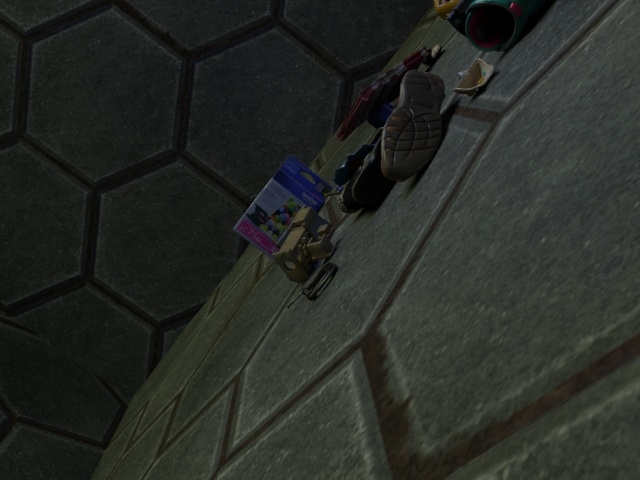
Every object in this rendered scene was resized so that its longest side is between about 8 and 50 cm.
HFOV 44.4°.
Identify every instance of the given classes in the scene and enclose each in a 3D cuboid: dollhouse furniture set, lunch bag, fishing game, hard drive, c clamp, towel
[{"bbox_3d":[0.000,0.000,1.941,0.160,0.101,0.182,-14,32,37],"label":"dollhouse furniture set"},{"bbox_3d":[0.192,-0.378,2.382,0.065,0.067,0.098,-54,5,-16],"label":"lunch bag"},{"bbox_3d":[0.117,-0.184,1.905,0.189,0.041,0.264,-10,-28,-45],"label":"fishing game"},{"bbox_3d":[-0.045,-0.015,2.105,0.135,0.094,0.022,-55,8,-9],"label":"hard drive"},{"bbox_3d":[-0.013,0.103,1.734,0.137,0.022,0.160,-50,6,-10],"label":"c clamp"},{"bbox_3d":[0.197,-0.454,2.439,0.329,0.037,0.237,-40,-9,-29],"label":"towel"}]

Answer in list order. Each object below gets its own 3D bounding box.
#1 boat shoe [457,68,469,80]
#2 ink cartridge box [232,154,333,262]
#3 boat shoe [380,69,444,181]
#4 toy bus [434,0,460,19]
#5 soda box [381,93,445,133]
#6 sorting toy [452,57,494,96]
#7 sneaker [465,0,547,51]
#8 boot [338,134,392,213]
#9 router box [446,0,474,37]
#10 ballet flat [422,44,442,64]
[{"bbox_3d":[0.328,-0.361,1.720,0.035,0.035,0.100,-25,7,2],"label":"boat shoe"},{"bbox_3d":[-0.123,-0.103,2.568,0.311,0.185,0.065,-51,6,10],"label":"ink cartridge box"},{"bbox_3d":[0.193,-0.229,1.671,0.116,0.123,0.324,109,-176,-49],"label":"boat shoe"},{"bbox_3d":[0.437,-0.728,2.335,0.202,0.190,0.105,153,109,-73],"label":"toy bus"},{"bbox_3d":[0.230,-0.314,1.954,0.181,0.058,0.061,-44,13,51],"label":"soda box"},{"bbox_3d":[0.321,-0.328,1.589,0.083,0.045,0.075,-54,16,-6],"label":"sorting toy"},{"bbox_3d":[0.369,-0.471,1.658,0.178,0.124,0.295,-45,8,-11],"label":"sneaker"},{"bbox_3d":[0.130,-0.167,1.822,0.236,0.085,0.178,-54,5,-16],"label":"boot"},{"bbox_3d":[0.419,-0.630,2.070,0.179,0.046,0.133,-50,-17,15],"label":"router box"},{"bbox_3d":[0.342,-0.588,2.472,0.057,0.049,0.173,-54,9,-2],"label":"ballet flat"}]
